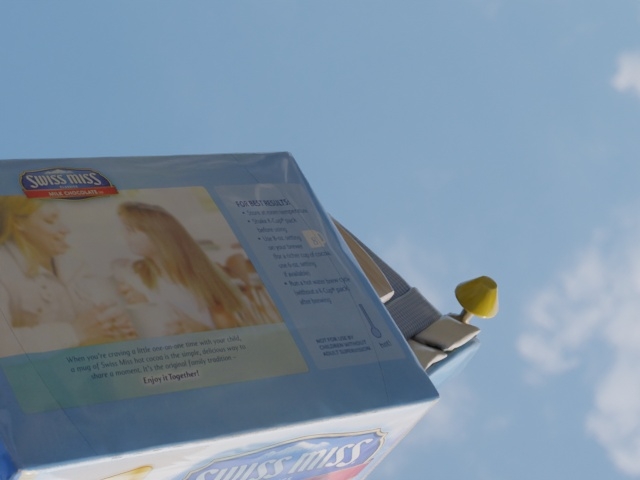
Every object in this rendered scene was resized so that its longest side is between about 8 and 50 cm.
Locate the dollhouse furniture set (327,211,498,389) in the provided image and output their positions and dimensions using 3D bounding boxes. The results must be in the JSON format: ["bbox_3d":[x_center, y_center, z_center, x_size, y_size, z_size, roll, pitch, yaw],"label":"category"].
[{"bbox_3d":[0.000,0.000,1.530,0.286,0.198,0.303,44,-143,17],"label":"dollhouse furniture set"}]

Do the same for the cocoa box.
[{"bbox_3d":[-0.145,0.096,1.166,0.347,0.228,0.231,-4,-126,-44],"label":"cocoa box"}]
